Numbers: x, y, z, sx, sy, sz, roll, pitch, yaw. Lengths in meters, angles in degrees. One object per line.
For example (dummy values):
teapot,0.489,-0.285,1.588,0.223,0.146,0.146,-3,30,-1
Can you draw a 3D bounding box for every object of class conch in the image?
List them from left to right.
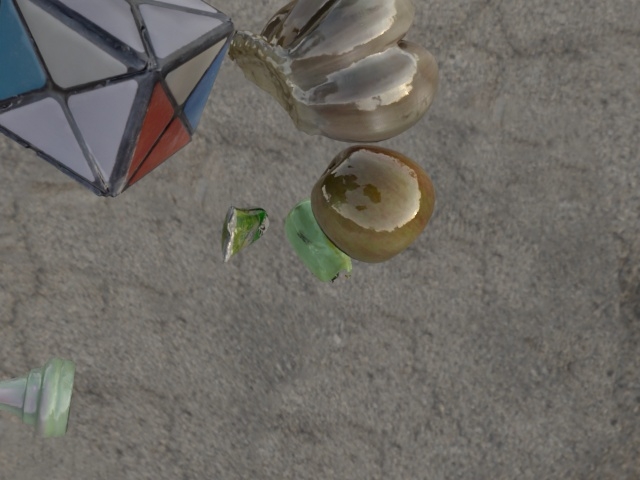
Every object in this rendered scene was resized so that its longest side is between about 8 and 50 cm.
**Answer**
conch,-0.006,0.005,1.614,0.143,0.137,0.251,-24,70,15

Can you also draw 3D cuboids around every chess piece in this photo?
chess piece,-0.569,0.264,1.131,0.271,0.139,0.139,8,55,-20

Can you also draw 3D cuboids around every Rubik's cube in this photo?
Rubik's cube,-0.387,-0.311,1.200,0.310,0.305,0.307,34,39,2

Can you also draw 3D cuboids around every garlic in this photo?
garlic,0.039,-0.251,0.897,0.292,0.210,0.237,-27,27,-16

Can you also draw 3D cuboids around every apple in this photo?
apple,0.109,-0.087,1.420,0.234,0.257,0.257,43,67,-9

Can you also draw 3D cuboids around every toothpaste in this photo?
toothpaste,-0.110,-0.019,0.958,0.047,0.248,0.078,11,96,2
